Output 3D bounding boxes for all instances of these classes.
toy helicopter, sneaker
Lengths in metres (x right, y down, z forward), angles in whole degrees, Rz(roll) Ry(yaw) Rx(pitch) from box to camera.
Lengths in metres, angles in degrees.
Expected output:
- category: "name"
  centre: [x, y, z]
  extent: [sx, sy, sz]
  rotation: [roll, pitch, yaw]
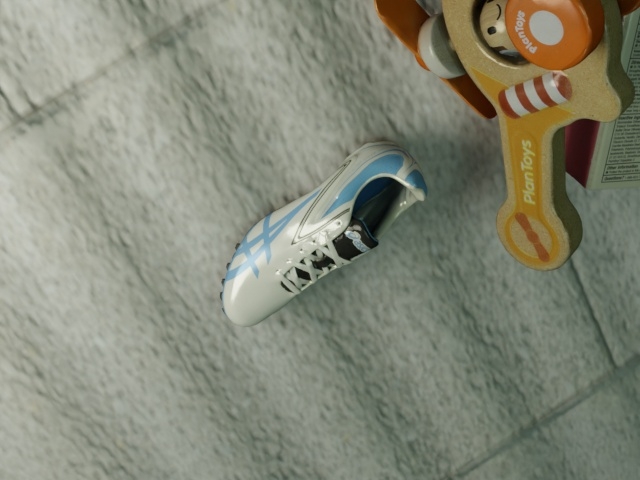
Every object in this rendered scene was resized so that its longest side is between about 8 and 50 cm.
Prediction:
- category: "toy helicopter"
  centre: [0.177, -0.128, 1.480]
  extent: [0.140, 0.235, 0.355]
  rotation: [-43, 136, -41]
- category: "sneaker"
  centre: [0.000, 0.000, 1.541]
  extent: [0.237, 0.086, 0.085]
  rotation: [-42, 129, 5]

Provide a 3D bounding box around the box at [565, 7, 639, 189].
- category: "box"
  centre: [0.310, -0.180, 1.552]
  extent: [0.148, 0.127, 0.232]
  rotation: [-4, 120, -23]
